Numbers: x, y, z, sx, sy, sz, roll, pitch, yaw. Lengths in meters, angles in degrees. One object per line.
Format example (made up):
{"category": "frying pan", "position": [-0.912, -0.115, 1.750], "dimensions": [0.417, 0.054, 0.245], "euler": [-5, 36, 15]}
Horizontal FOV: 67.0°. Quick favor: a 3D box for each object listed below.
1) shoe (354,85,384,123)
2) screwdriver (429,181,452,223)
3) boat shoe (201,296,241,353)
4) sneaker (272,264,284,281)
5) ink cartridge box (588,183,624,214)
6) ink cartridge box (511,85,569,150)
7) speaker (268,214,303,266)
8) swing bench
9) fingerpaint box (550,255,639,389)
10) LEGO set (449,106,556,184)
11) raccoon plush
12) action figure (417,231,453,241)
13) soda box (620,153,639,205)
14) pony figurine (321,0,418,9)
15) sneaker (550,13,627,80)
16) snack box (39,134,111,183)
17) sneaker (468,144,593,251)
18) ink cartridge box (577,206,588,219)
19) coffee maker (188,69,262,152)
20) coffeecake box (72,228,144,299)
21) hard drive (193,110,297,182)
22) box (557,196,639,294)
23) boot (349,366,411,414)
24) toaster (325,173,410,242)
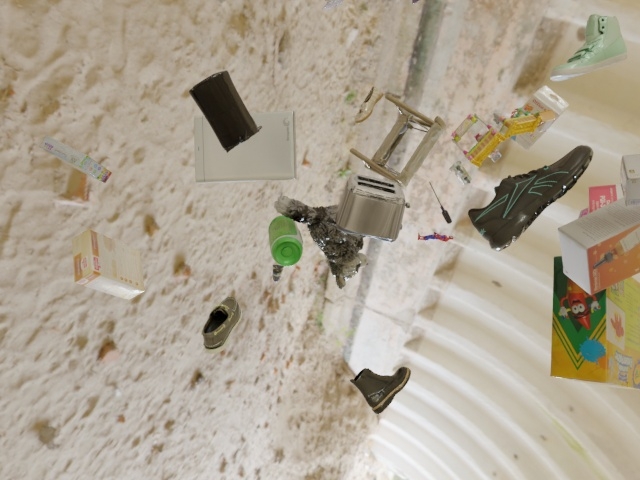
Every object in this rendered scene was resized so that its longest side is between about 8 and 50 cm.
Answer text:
{"category": "shoe", "position": [0.204, -0.600, 2.141], "dimensions": [0.058, 0.076, 0.219], "euler": [49, 60, -27]}
{"category": "screwdriver", "position": [0.430, -0.136, 1.753], "dimensions": [0.024, 0.170, 0.025], "euler": [-23, 169, -18]}
{"category": "boat shoe", "position": [-0.386, 0.309, 1.897], "dimensions": [0.305, 0.109, 0.091], "euler": [-77, 159, -60]}
{"category": "sneaker", "position": [-0.196, 0.147, 2.169], "dimensions": [0.135, 0.052, 0.058], "euler": [-74, 173, -75]}
{"category": "ink cartridge box", "position": [0.841, -0.040, 1.220], "dimensions": [0.207, 0.282, 0.117], "euler": [62, 39, -35]}
{"category": "ink cartridge box", "position": [0.583, -0.334, 1.308], "dimensions": [0.090, 0.092, 0.143], "euler": [-37, 165, -47]}
{"category": "speaker", "position": [-0.141, -0.005, 1.924], "dimensions": [0.296, 0.131, 0.131], "euler": [-111, -142, -68]}
{"category": "swing bench", "position": [0.291, -0.345, 1.752], "dimensions": [0.253, 0.254, 0.165], "euler": [-55, 147, 4]}
{"category": "fingerpaint box", "position": [0.898, 0.276, 1.564], "dimensions": [0.444, 0.163, 0.372], "euler": [20, 72, -44]}
{"category": "LEGO set", "position": [0.435, -0.274, 1.205], "dimensions": [0.287, 0.107, 0.132], "euler": [-36, 146, 6]}
{"category": "raccoon plush", "position": [0.000, 0.000, 1.985], "dimensions": [0.216, 0.446, 0.299], "euler": [-63, 178, -56]}
{"category": "action figure", "position": [0.382, -0.012, 1.603], "dimensions": [0.038, 0.115, 0.030], "euler": [-52, 146, -70]}
{"category": "soda box", "position": [0.657, -0.116, 0.851], "dimensions": [0.074, 0.216, 0.069], "euler": [-69, 146, -42]}
{"category": "pony figurine", "position": [0.175, -0.874, 1.476], "dimensions": [0.351, 0.363, 0.303], "euler": [107, 7, -48]}
{"category": "sneaker", "position": [0.752, -0.556, 1.388], "dimensions": [0.255, 0.151, 0.094], "euler": [-22, -169, -14]}
{"category": "snack box", "position": [-0.601, -0.198, 1.189], "dimensions": [0.037, 0.141, 0.100], "euler": [-62, 162, -8]}
{"category": "sneaker", "position": [0.413, -0.101, 0.953], "dimensions": [0.267, 0.106, 0.101], "euler": [-43, 158, 5]}
{"category": "ink cartridge box", "position": [0.945, -0.091, 1.505], "dimensions": [0.186, 0.065, 0.311], "euler": [-50, -172, -37]}
{"category": "coffee maker", "position": [-0.243, -0.336, 1.245], "dimensions": [0.120, 0.178, 0.171], "euler": [-31, -161, 0]}
{"category": "coffeecake box", "position": [-0.593, 0.071, 1.358], "dimensions": [0.068, 0.142, 0.185], "euler": [-29, 149, 15]}
{"category": "hard drive", "position": [-0.260, -0.321, 1.672], "dimensions": [0.047, 0.352, 0.233], "euler": [-6, 94, -83]}
{"category": "box", "position": [0.597, 0.009, 0.996], "dimensions": [0.091, 0.170, 0.130], "euler": [-116, 180, -58]}
{"category": "boot", "position": [0.198, 0.439, 1.560], "dimensions": [0.198, 0.137, 0.077], "euler": [-38, 176, -41]}
{"category": "toaster", "position": [0.138, -0.097, 1.386], "dimensions": [0.129, 0.226, 0.147], "euler": [-82, -174, -60]}
